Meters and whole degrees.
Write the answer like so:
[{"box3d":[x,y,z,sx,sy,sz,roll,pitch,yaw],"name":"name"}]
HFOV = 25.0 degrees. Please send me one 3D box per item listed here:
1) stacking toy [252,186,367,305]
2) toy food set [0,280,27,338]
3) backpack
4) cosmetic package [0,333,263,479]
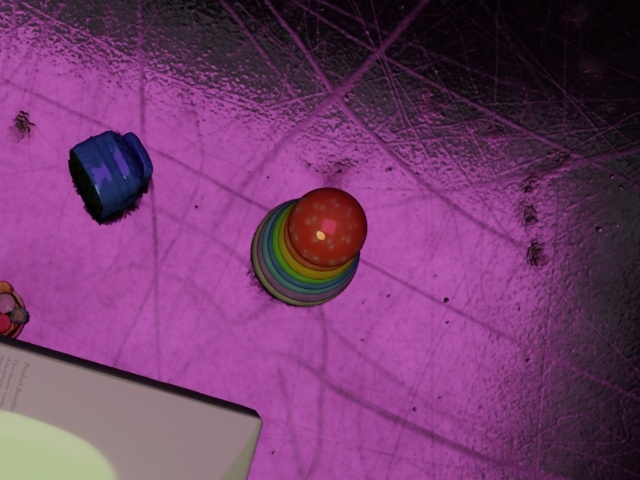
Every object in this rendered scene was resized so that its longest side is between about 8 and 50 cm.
[{"box3d":[0.000,0.000,1.720,0.141,0.330,0.141,1,84,-7],"name":"stacking toy"},{"box3d":[-0.413,0.092,1.816,0.083,0.020,0.082,45,81,0],"name":"toy food set"},{"box3d":[-0.263,-0.092,1.804,0.101,0.120,0.098,-33,88,-9],"name":"backpack"},{"box3d":[-0.280,0.256,1.741,0.385,0.156,0.217,19,87,-7],"name":"cosmetic package"}]
